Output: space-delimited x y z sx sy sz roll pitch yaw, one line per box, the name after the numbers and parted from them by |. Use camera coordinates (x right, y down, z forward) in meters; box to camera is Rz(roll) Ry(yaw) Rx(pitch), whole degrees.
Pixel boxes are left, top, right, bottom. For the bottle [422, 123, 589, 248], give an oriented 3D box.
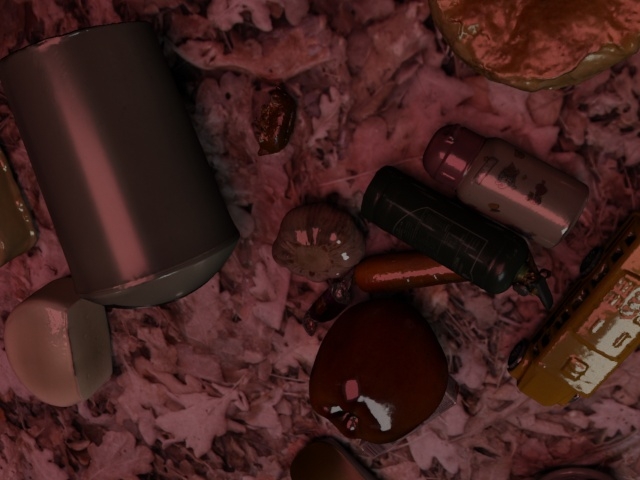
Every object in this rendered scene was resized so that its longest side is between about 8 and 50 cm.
0.262 -0.088 0.929 0.233 0.110 0.110 29 116 5 | bottle

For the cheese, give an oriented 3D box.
-0.727 -0.090 1.251 0.384 0.104 0.384 6 112 15 | cheese

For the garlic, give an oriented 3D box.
0.000 0.000 1.056 0.159 0.102 0.147 -28 114 37 | garlic

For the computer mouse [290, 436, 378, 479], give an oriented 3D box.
0.074 0.525 1.253 0.310 0.072 0.158 44 119 -3 | computer mouse

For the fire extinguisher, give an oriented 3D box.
0.209 0.001 0.948 0.311 0.095 0.114 32 159 24 | fire extinguisher

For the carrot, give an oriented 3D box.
0.159 0.049 1.041 0.225 0.067 0.067 -6 108 18 | carrot

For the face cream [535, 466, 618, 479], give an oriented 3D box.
0.451 0.514 1.068 0.175 0.175 0.195 -10 106 21 | face cream

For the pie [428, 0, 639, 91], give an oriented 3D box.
0.302 -0.356 0.824 0.339 0.083 0.339 5 108 14 | pie

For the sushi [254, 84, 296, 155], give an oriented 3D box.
-0.077 -0.192 1.032 0.060 0.061 0.118 23 96 17 | sushi

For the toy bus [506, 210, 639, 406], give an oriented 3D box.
0.418 0.126 0.955 0.121 0.123 0.335 31 116 4 | toy bus

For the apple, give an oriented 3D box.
0.097 0.219 1.045 0.234 0.234 0.234 6 112 16 | apple

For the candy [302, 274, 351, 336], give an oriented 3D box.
0.016 0.114 1.114 0.175 0.043 0.045 -50 49 46 | candy

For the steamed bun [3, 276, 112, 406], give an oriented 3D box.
-0.533 0.203 1.279 0.164 0.146 0.242 4 111 12 | steamed bun

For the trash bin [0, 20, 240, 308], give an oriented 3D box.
-0.313 -0.103 1.022 0.280 0.280 0.432 -14 103 22 | trash bin

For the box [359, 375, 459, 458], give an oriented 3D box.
0.160 0.322 1.153 0.039 0.055 0.218 44 117 -4 | box
